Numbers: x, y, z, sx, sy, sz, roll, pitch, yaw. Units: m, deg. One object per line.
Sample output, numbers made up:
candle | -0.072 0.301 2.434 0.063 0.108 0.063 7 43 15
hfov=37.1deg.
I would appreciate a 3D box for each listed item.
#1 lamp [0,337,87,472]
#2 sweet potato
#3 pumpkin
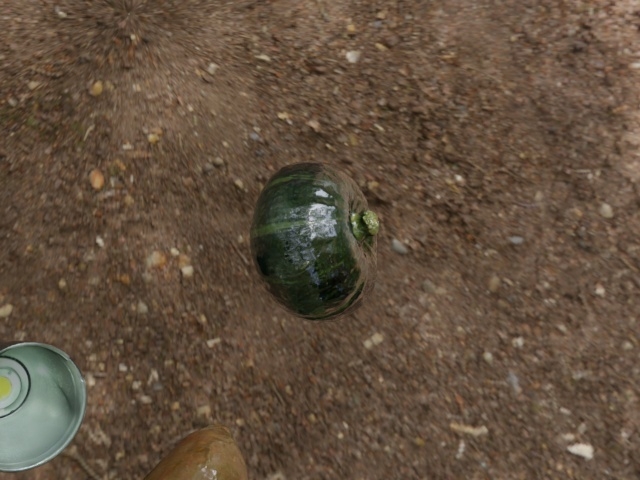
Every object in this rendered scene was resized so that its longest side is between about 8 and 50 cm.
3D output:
lamp | -0.385 0.171 1.121 0.147 0.227 0.172 -42 120 -24
sweet potato | -0.077 0.167 0.500 0.065 0.218 0.051 -4 118 5
pumpkin | -0.003 0.001 0.967 0.125 0.167 0.167 10 104 23
